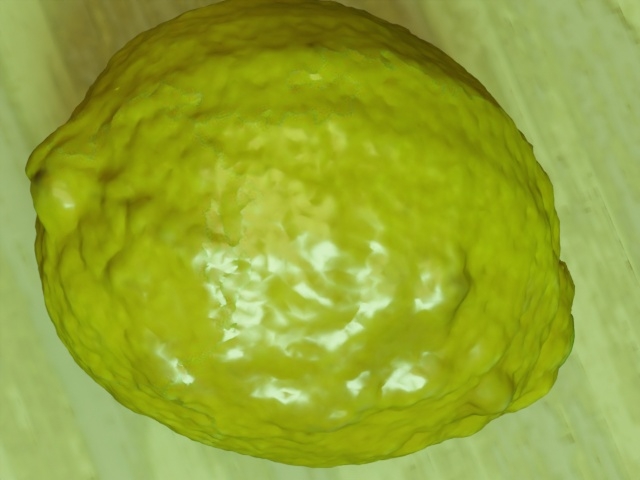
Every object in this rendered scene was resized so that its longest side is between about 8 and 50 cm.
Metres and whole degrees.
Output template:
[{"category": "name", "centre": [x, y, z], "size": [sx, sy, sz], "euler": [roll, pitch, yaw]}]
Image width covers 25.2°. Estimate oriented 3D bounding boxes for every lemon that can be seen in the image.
[{"category": "lemon", "centre": [0.000, 0.000, 0.441], "size": [0.187, 0.142, 0.142], "euler": [20, 82, -20]}]
